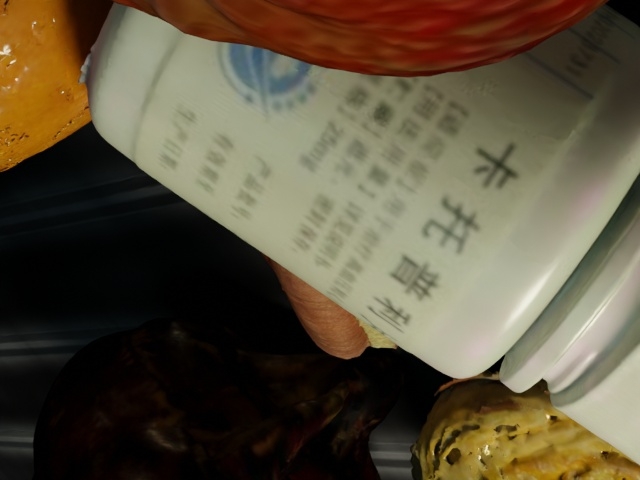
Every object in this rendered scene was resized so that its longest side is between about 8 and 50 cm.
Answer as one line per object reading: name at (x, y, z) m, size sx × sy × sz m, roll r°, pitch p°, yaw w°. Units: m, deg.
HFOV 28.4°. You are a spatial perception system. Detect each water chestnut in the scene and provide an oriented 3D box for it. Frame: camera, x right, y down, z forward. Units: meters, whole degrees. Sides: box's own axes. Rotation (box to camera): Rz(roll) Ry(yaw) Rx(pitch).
water chestnut at (-0.066, 0.183, 0.855) m, size 0.244 × 0.289 × 0.289 m, roll -6°, pitch 128°, yaw 33°

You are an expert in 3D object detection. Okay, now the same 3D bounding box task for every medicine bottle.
medicine bottle at (0.060, -0.038, 0.543) m, size 0.293 × 0.170 × 0.170 m, roll 35°, pitch 146°, yaw 3°

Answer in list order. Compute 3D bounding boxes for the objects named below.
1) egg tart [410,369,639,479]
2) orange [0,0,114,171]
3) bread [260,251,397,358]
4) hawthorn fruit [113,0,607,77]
egg tart at (0.183, 0.180, 0.751) m, size 0.297 × 0.132 × 0.297 m, roll 21°, pitch 129°, yaw 29°
orange at (-0.192, -0.142, 0.587) m, size 0.240 × 0.240 × 0.240 m, roll 24°, pitch 144°, yaw 18°
bread at (0.001, 0.000, 0.703) m, size 0.119 × 0.067 × 0.192 m, roll 57°, pitch 176°, yaw 14°
hawthorn fruit at (0.011, -0.187, 0.342) m, size 0.275 × 0.299 × 0.275 m, roll 51°, pitch 179°, yaw 1°
